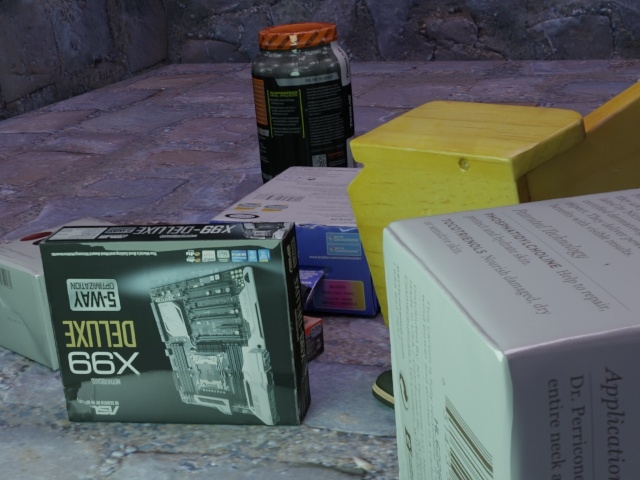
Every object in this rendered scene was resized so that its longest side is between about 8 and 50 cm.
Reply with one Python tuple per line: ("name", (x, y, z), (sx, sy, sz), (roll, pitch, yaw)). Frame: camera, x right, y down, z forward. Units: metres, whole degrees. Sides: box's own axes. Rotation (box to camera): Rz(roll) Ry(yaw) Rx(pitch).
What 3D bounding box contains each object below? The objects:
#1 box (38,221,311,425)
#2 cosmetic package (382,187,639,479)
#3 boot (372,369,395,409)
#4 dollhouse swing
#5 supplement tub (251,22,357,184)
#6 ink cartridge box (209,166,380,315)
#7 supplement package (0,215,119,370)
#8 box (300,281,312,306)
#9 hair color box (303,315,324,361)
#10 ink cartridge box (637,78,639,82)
("box", (-0.175, 0.103, 1.411), (0.307, 0.242, 0.076), (0, 18, 12))
("cosmetic package", (0.288, 0.153, 0.980), (0.393, 0.329, 0.327), (-7, 17, -10))
("boot", (0.152, 0.141, 1.372), (0.198, 0.137, 0.077), (5, 20, 30))
("dollhouse swing", (0.266, -0.034, 1.424), (0.315, 0.347, 0.305), (10, 40, 39))
("supplement tub", (-0.034, -0.276, 2.398), (0.207, 0.338, 0.207), (-4, 18, 1))
("ink cartridge box", (0.000, 0.000, 1.831), (0.270, 0.151, 0.395), (3, 17, 21))
("supplement package", (-0.372, 0.072, 1.712), (0.203, 0.149, 0.194), (-21, 24, -39))
("box", (-0.060, 0.090, 1.653), (0.067, 0.083, 0.018), (29, 2, 23))
("hair color box", (-0.089, 0.135, 1.595), (0.167, 0.053, 0.093), (8, 21, 31))
("ink cartridge box", (0.759, -0.214, 2.201), (0.283, 0.207, 0.117), (7, 20, 35))
